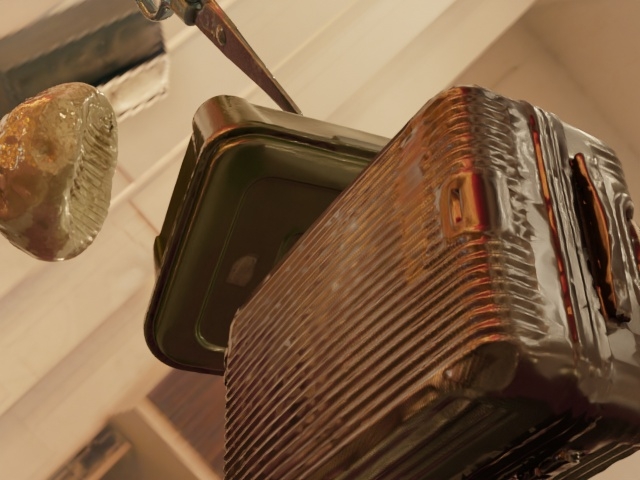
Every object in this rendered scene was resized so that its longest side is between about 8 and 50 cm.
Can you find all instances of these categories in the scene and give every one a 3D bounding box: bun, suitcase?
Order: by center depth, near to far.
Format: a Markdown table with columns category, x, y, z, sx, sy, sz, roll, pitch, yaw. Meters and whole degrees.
| category | x | y | z | sx | sy | sz | roll | pitch | yaw |
| --- | --- | --- | --- | --- | --- | --- | --- | --- | --- |
| suitcase | 0.045 | 0.074 | 0.598 | 0.128 | 0.202 | 0.312 | 19 | -42 | -24 |
| bun | -0.324 | -0.085 | 1.245 | 0.133 | 0.231 | 0.231 | 12 | -35 | 6 |

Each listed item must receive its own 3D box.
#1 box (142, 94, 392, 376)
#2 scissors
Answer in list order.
| category | x | y | z | sx | sy | sz | roll | pitch | yaw |
| --- | --- | --- | --- | --- | --- | --- | --- | --- | --- |
| box | 0.000 | 0.000 | 1.026 | 0.252 | 0.329 | 0.177 | -67 | -153 | 22 |
| scissors | -0.137 | -0.275 | 1.301 | 0.447 | 0.029 | 0.192 | 51 | -33 | 33 |
